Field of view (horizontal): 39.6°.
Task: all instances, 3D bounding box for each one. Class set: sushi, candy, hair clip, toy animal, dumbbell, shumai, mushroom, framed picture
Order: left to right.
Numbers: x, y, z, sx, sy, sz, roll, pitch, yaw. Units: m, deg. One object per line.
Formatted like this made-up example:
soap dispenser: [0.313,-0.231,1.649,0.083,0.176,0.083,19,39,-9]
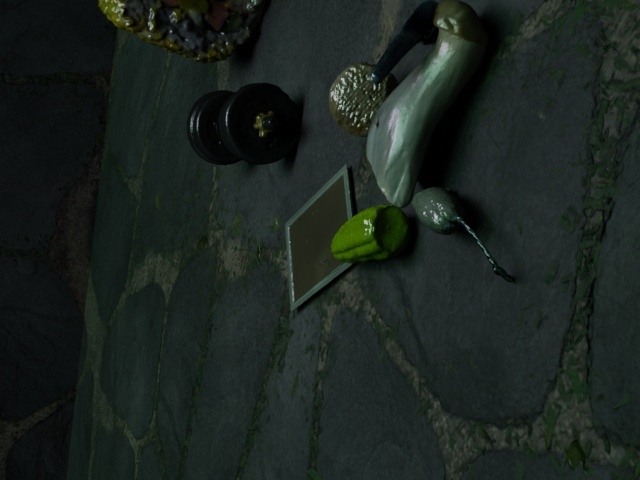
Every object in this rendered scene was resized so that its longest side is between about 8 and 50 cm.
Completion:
sushi: [-0.338,-0.651,2.260,0.351,0.396,0.240,-67,28,6]
dumbbell: [-0.185,-0.267,2.076,0.388,0.185,0.185,9,89,62]
framed picture: [0.000,0.000,1.816,0.273,0.016,0.216,-40,46,50]
candy: [0.078,-0.003,1.591,0.209,0.097,0.096,-24,61,61]
shumai: [0.087,-0.256,1.651,0.116,0.145,0.145,-10,-66,-75]
hair clip: [0.136,-0.328,1.473,0.083,0.048,0.275,-54,-2,36]
mushroom: [0.178,-0.226,1.457,0.159,0.122,0.328,50,124,40]
toy animal: [0.209,-0.025,1.360,0.253,0.079,0.070,48,124,56]
